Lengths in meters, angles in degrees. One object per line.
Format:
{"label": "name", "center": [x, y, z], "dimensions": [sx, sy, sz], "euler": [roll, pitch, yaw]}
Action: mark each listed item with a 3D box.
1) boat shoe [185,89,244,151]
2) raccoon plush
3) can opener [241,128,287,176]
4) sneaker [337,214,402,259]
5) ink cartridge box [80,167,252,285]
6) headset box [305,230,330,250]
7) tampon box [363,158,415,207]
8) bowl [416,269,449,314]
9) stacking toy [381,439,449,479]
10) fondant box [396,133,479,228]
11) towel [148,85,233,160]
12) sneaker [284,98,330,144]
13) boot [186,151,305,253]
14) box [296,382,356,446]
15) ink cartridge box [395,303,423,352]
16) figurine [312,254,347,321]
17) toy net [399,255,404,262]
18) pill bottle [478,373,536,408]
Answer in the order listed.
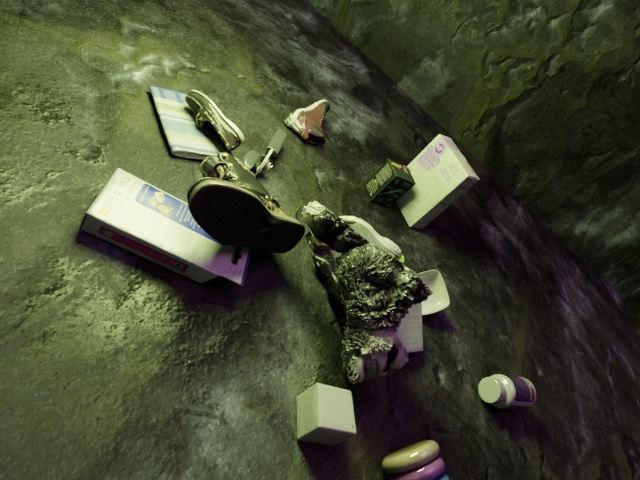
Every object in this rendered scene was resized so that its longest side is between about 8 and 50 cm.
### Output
{"label": "boat shoe", "center": [-0.333, -0.362, 1.331], "dimensions": [0.228, 0.081, 0.068], "euler": [43, 64, 3]}
{"label": "raccoon plush", "center": [0.061, 0.148, 1.132], "dimensions": [0.446, 0.299, 0.216], "euler": [38, -5, 24]}
{"label": "can opener", "center": [-0.182, -0.305, 1.488], "dimensions": [0.093, 0.074, 0.280], "euler": [36, 36, -11]}
{"label": "sneaker", "center": [0.147, 0.009, 1.486], "dimensions": [0.272, 0.100, 0.108], "euler": [34, 67, -1]}
{"label": "ink cartridge box", "center": [-0.344, -0.018, 1.047], "dimensions": [0.371, 0.069, 0.175], "euler": [27, 38, -20]}
{"label": "headset box", "center": [0.000, 0.000, 1.400], "dimensions": [0.083, 0.032, 0.062], "euler": [-2, 56, -44]}
{"label": "tampon box", "center": [0.282, -0.232, 1.802], "dimensions": [0.121, 0.161, 0.101], "euler": [14, 46, -37]}
{"label": "bowl", "center": [0.364, 0.182, 1.519], "dimensions": [0.142, 0.053, 0.142], "euler": [-13, 80, -22]}
{"label": "stacking toy", "center": [0.257, 0.628, 0.962], "dimensions": [0.141, 0.141, 0.330], "euler": [1, 60, -44]}
{"label": "fondant box", "center": [0.461, -0.241, 1.844], "dimensions": [0.096, 0.330, 0.238], "euler": [7, 50, -41]}
{"label": "towel", "center": [-0.399, -0.354, 1.357], "dimensions": [0.209, 0.034, 0.284], "euler": [0, 54, -45]}
{"label": "sneaker", "center": [-0.016, -0.475, 1.815], "dimensions": [0.162, 0.106, 0.281], "euler": [51, 46, 0]}
{"label": "boot", "center": [-0.227, -0.117, 1.114], "dimensions": [0.284, 0.138, 0.377], "euler": [48, 16, 32]}
{"label": "box", "center": [0.010, 0.387, 0.975], "dimensions": [0.101, 0.087, 0.101], "euler": [24, 41, -28]}
{"label": "ink cartridge box", "center": [0.229, 0.220, 1.296], "dimensions": [0.223, 0.045, 0.223], "euler": [12, 76, -47]}
{"label": "figurine", "center": [0.092, 0.123, 1.330], "dimensions": [0.215, 0.092, 0.209], "euler": [-1, 51, -47]}
{"label": "toy net", "center": [0.308, 0.134, 1.562], "dimensions": [0.232, 0.045, 0.122], "euler": [46, 35, 1]}
{"label": "pill bottle", "center": [0.611, 0.497, 1.446], "dimensions": [0.194, 0.108, 0.108], "euler": [17, 44, -34]}
